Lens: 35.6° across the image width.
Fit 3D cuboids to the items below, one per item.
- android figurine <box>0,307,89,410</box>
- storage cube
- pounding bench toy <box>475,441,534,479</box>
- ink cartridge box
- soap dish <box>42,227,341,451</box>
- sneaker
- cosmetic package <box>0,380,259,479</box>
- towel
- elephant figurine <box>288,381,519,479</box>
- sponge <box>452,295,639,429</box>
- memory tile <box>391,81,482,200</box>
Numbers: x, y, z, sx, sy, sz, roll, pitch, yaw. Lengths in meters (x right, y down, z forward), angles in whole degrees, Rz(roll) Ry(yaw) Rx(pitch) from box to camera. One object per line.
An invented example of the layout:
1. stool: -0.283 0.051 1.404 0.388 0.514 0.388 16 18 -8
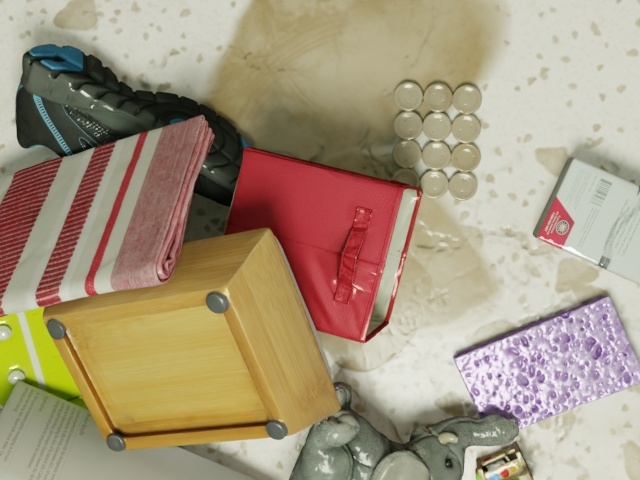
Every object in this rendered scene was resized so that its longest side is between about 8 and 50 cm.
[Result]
1. android figurine: -0.331 0.119 1.260 0.273 0.056 0.248 -14 110 -16
2. storage cube: 0.000 0.000 1.196 0.193 0.215 0.183 15 95 12
3. pounding bench toy: 0.229 0.297 1.245 0.065 0.083 0.052 -25 90 7
4. ink cartridge box: 0.353 -0.022 1.224 0.150 0.063 0.109 25 95 5
5. soap dish: -0.150 0.120 1.104 0.291 0.118 0.229 -10 113 25
6. sneaker: -0.233 -0.123 1.280 0.341 0.125 0.139 28 120 5
7. cosmetic package: -0.243 0.339 1.196 0.365 0.197 0.155 27 110 -9
8. towel: -0.284 -0.016 1.150 0.329 0.237 0.037 -12 135 26
9. elephant figurine: 0.095 0.283 1.216 0.239 0.169 0.186 23 121 2
10. sponge: 0.286 0.161 1.257 0.210 0.031 0.117 -23 90 7
11. memory tile: 0.148 -0.126 1.269 0.113 0.012 0.148 3 93 7
